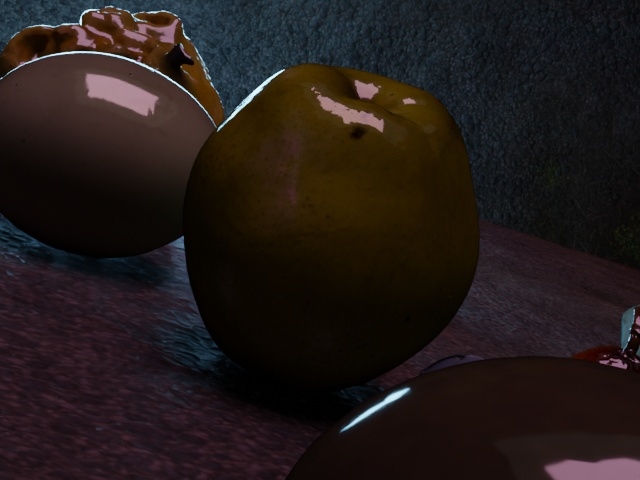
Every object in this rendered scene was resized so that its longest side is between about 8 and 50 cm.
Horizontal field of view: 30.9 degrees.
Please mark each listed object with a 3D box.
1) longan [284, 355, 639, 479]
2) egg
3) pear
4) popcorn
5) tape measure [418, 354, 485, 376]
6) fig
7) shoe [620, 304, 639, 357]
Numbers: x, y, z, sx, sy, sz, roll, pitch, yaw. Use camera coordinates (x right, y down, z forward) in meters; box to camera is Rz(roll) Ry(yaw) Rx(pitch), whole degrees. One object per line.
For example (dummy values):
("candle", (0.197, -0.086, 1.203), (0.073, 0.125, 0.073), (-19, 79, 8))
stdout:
("longan", (0.094, 0.151, 0.414), (0.248, 0.248, 0.248), (18, 9, -3))
("egg", (-0.236, -0.090, 1.236), (0.269, 0.219, 0.219), (21, 8, -13))
("pear", (0.009, -0.004, 1.026), (0.294, 0.294, 0.294), (18, 9, -3))
("popcorn", (-0.256, -0.175, 1.563), (0.316, 0.281, 0.297), (-21, 76, -47))
("tape measure", (0.112, 0.140, 0.961), (0.091, 0.094, 0.054), (24, -34, 46))
("fig", (0.287, 0.156, 1.117), (0.128, 0.150, 0.128), (56, -1, 2))
("shoe", (0.480, 0.165, 1.608), (0.100, 0.103, 0.251), (60, 15, -15))
